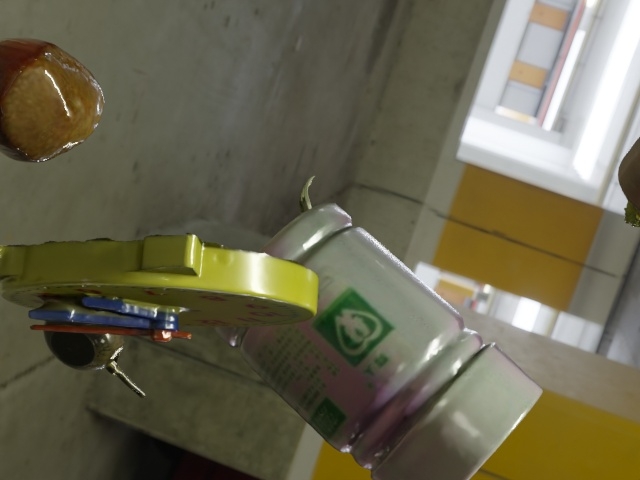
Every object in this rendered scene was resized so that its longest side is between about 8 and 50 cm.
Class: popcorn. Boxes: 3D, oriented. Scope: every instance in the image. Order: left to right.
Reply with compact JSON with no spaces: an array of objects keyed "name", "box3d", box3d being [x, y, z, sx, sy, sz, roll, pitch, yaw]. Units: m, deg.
[{"name":"popcorn","box3d":[0.510,-0.046,1.534,0.068,0.059,0.083,-51,131,-1]}]

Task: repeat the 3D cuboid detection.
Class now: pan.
[{"name":"pan","box3d":[-0.348,0.175,1.549,0.128,0.202,0.048,-53,-173,35]}]

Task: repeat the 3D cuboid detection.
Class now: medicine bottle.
[{"name":"medicine bottle","box3d":[0.061,0.134,1.116,0.212,0.325,0.212,-46,169,-12]}]

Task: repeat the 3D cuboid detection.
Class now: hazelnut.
[{"name":"hazelnut","box3d":[-0.436,-0.200,1.456,0.210,0.210,0.186,90,-24,-69]}]

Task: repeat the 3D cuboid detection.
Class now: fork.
[{"name":"fork","box3d":[-0.006,0.000,1.477,0.034,0.028,0.219,128,-41,-50]}]

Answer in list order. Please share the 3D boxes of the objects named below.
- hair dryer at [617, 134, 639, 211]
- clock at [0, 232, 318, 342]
[{"name":"hair dryer","box3d":[0.505,-0.124,1.048,0.189,0.344,0.107,110,-33,-55]},{"name":"clock","box3d":[-0.143,0.054,0.871,0.293,0.277,0.071,19,71,-58]}]
